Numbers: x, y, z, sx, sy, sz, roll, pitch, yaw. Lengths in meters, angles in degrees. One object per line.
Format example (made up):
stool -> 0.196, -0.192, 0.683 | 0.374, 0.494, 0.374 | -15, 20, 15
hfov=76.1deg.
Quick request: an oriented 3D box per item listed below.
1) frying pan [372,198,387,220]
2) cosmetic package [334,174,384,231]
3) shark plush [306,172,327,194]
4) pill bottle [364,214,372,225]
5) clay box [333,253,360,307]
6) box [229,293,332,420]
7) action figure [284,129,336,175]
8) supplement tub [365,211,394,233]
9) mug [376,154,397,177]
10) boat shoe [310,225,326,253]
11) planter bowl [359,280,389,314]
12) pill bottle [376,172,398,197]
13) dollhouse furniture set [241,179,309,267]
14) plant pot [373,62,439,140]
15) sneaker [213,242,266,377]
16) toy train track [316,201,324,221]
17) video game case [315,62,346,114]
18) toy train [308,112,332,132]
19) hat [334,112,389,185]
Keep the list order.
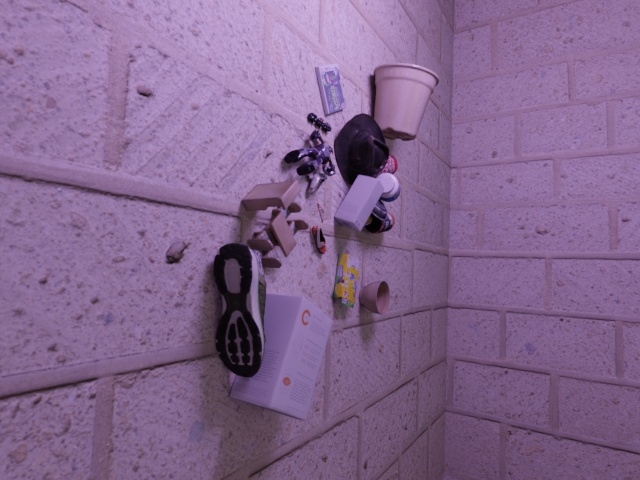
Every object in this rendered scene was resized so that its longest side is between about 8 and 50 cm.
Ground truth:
frying pan -> 0.285, -0.171, 2.001 | 0.326, 0.053, 0.197 | 10, 42, -55
cosmetic package -> 0.172, -0.166, 1.796 | 0.231, 0.117, 0.085 | -58, 141, -12
shark plush -> -0.014, -0.238, 1.647 | 0.161, 0.073, 0.067 | -68, 167, -64
pill bottle -> 0.197, -0.131, 1.940 | 0.116, 0.065, 0.065 | 56, 46, -41
clay box -> 0.117, 0.182, 1.824 | 0.127, 0.053, 0.222 | 28, 68, -55
box -> -0.117, 0.378, 1.347 | 0.215, 0.168, 0.346 | 47, 52, -47
action figure -> -0.013, -0.322, 1.565 | 0.185, 0.099, 0.285 | 58, 35, -6
supplement tub -> 0.309, -0.093, 2.081 | 0.197, 0.105, 0.106 | -10, 98, -58
mug -> 0.292, -0.384, 2.082 | 0.169, 0.150, 0.113 | -25, 148, -51
boat shoe -> 0.000, 0.000, 1.649 | 0.049, 0.043, 0.137 | -55, 135, -45
planter bowl -> 0.257, 0.276, 1.995 | 0.162, 0.109, 0.162 | 2, 88, -57
pill bottle -> 0.327, -0.264, 2.020 | 0.221, 0.124, 0.125 | 12, 79, -74
dollhouse furniture set -> -0.123, -0.062, 1.343 | 0.212, 0.160, 0.242 | -56, 135, -42
plant pot -> 0.404, -0.680, 2.074 | 0.333, 0.333, 0.306 | 4, 98, -58
sneaker -> -0.208, 0.205, 1.241 | 0.182, 0.157, 0.411 | -14, 105, -68
toy train track -> 0.005, -0.117, 1.683 | 0.048, 0.014, 0.084 | -43, 126, -49
video game case -> 0.048, -0.649, 1.744 | 0.173, 0.022, 0.191 | -40, 123, -50
toy train -> -0.001, -0.481, 1.665 | 0.158, 0.027, 0.036 | 15, 66, -56
hat -> 0.219, -0.393, 1.833 | 0.331, 0.133, 0.332 | -16, 117, -34
